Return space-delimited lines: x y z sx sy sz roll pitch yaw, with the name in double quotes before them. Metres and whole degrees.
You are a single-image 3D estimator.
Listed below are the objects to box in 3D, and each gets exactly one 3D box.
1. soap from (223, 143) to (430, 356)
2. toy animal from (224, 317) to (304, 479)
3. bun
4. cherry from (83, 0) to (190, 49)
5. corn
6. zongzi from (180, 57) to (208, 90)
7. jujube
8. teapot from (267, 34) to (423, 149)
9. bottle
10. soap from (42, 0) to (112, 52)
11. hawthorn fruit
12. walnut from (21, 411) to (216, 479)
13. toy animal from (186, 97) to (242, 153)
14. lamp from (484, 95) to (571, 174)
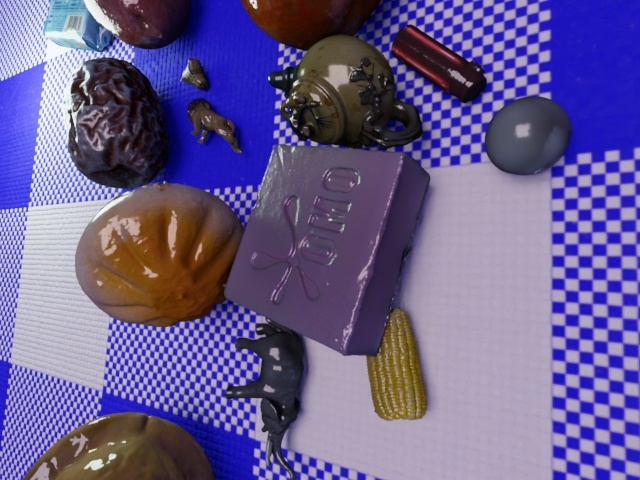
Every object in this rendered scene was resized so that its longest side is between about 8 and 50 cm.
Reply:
"soap" 0.000 0.000 0.674 0.285 0.107 0.297 12 83 40
"toy animal" -0.094 0.272 0.740 0.137 0.082 0.270 -3 82 32
"bun" -0.263 0.047 0.735 0.299 0.298 0.165 -53 48 15
"cherry" -0.426 -0.591 0.973 0.261 0.221 0.308 -38 79 31
"corn" 0.112 0.187 0.636 0.085 0.063 0.166 -16 73 40
"zongzi" -0.302 -0.373 0.975 0.083 0.040 0.076 -30 76 37
"jujube" -0.479 -0.279 0.973 0.226 0.226 0.317 -28 65 25
"teapot" 0.028 -0.214 0.655 0.269 0.173 0.182 38 61 22
"bottle" 0.187 -0.279 0.653 0.060 0.060 0.164 -50 63 16
"soap" -0.715 -0.654 1.232 0.293 0.077 0.156 20 94 31
"hawthorn fruit" -0.008 -0.453 0.679 0.284 0.284 0.285 -4 82 31
"walnut" -0.364 0.530 0.728 0.383 0.383 0.384 -4 82 31
"toy animal" -0.238 -0.240 0.900 0.219 0.069 0.086 42 96 26
"lamp" 0.276 -0.139 0.556 0.105 0.105 0.105 -4 82 31
